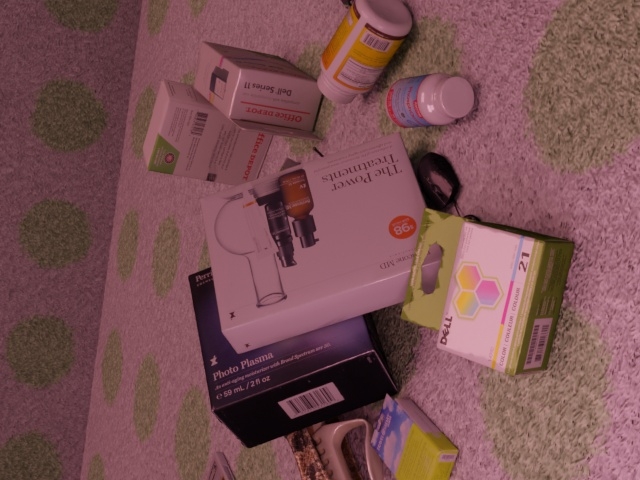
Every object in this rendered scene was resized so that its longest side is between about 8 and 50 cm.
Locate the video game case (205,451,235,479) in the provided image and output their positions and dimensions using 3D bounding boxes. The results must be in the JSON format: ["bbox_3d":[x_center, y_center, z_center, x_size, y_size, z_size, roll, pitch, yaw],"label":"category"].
[{"bbox_3d":[-0.247,0.668,2.179,0.206,0.026,0.227,49,125,55],"label":"video game case"}]

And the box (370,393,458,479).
[{"bbox_3d":[0.150,0.341,1.474,0.178,0.042,0.109,43,121,58],"label":"box"}]

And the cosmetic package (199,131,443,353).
[{"bbox_3d":[0.000,0.000,1.522,0.097,0.377,0.285,65,-172,-56],"label":"cosmetic package"}]

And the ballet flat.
[{"bbox_3d":[0.017,0.365,1.642,0.182,0.164,0.483,-43,49,21],"label":"ballet flat"}]

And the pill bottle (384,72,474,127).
[{"bbox_3d":[0.182,-0.234,1.499,0.160,0.087,0.087,8,91,63],"label":"pill bottle"}]

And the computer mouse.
[{"bbox_3d":[0.207,-0.056,1.461,0.071,0.041,0.242,-60,36,35],"label":"computer mouse"}]

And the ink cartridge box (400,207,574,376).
[{"bbox_3d":[0.209,0.064,1.280,0.255,0.097,0.189,17,99,40],"label":"ink cartridge box"}]

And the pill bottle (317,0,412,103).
[{"bbox_3d":[0.076,-0.361,1.701,0.215,0.117,0.117,-53,40,44],"label":"pill bottle"}]

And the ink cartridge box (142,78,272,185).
[{"bbox_3d":[-0.271,-0.255,2.176,0.198,0.272,0.115,-67,29,28],"label":"ink cartridge box"}]

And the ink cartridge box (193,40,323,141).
[{"bbox_3d":[-0.131,-0.335,1.994,0.353,0.207,0.119,45,124,56],"label":"ink cartridge box"}]

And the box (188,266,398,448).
[{"bbox_3d":[-0.056,0.164,1.604,0.183,0.296,0.294,62,-171,-51],"label":"box"}]

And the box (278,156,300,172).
[{"bbox_3d":[-0.110,-0.079,1.989,0.145,0.038,0.186,-58,6,40],"label":"box"}]

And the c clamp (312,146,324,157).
[{"bbox_3d":[0.051,-0.092,1.678,0.022,0.137,0.161,-42,48,16],"label":"c clamp"}]

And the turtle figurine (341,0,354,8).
[{"bbox_3d":[0.060,-0.555,1.790,0.234,0.118,0.175,27,107,55],"label":"turtle figurine"}]
